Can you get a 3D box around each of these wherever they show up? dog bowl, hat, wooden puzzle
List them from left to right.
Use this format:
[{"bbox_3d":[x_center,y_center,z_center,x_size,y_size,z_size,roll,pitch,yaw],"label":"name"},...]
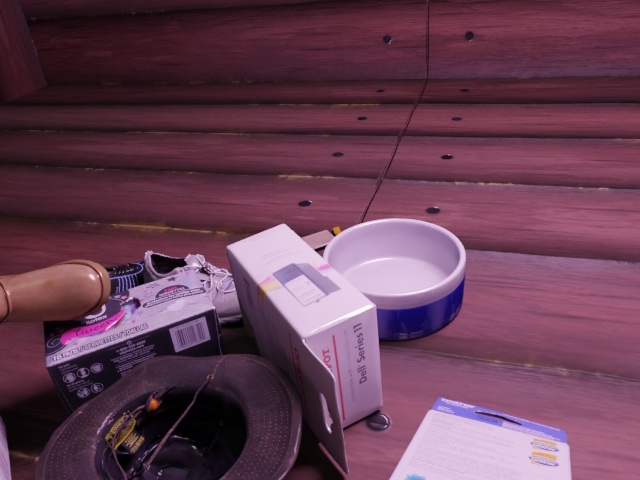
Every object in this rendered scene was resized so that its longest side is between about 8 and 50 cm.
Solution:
[{"bbox_3d":[-0.176,0.288,0.711,0.331,0.134,0.331,-8,27,4],"label":"hat"},{"bbox_3d":[0.000,0.000,1.274,0.116,0.014,0.078,-15,27,-14],"label":"wooden puzzle"},{"bbox_3d":[0.139,0.065,1.049,0.264,0.104,0.265,-4,31,3],"label":"dog bowl"}]

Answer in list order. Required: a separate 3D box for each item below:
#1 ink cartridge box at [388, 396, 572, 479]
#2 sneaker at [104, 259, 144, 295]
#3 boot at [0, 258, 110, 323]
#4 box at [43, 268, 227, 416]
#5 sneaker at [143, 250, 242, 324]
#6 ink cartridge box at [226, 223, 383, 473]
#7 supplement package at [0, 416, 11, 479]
[{"bbox_3d":[0.191,0.283,0.645,0.185,0.065,0.311,8,11,22],"label":"ink cartridge box"},{"bbox_3d":[-0.413,0.086,1.130,0.081,0.091,0.232,9,34,24],"label":"sneaker"},{"bbox_3d":[-0.446,0.093,0.716,0.236,0.089,0.269,-11,2,13],"label":"boot"},{"bbox_3d":[-0.290,0.173,0.889,0.247,0.164,0.142,-19,32,-20],"label":"box"},{"bbox_3d":[-0.235,0.084,1.075,0.281,0.115,0.105,5,32,18],"label":"sneaker"},{"bbox_3d":[-0.013,0.146,0.842,0.119,0.207,0.353,-21,35,-21],"label":"ink cartridge box"},{"bbox_3d":[-0.537,0.257,0.701,0.199,0.198,0.262,-25,18,-28],"label":"supplement package"}]
